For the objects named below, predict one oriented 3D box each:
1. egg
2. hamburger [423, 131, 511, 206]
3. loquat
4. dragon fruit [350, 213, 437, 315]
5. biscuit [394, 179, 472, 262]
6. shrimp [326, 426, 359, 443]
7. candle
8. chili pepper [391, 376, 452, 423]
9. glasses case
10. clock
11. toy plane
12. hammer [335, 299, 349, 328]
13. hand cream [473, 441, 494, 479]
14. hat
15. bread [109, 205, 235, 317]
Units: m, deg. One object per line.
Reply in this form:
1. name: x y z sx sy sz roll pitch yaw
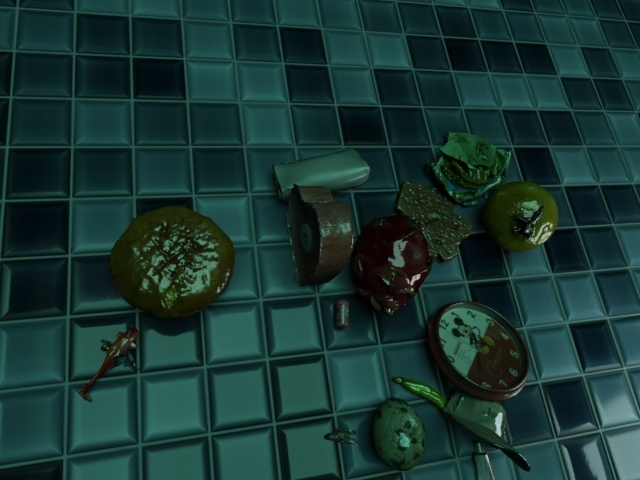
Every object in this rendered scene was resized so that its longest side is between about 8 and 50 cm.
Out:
1. egg: 0.206 0.506 1.295 0.141 0.141 0.182 0 60 -15
2. hamburger: 0.515 -0.262 1.673 0.260 0.150 0.276 35 65 2
3. loquat: 0.640 -0.077 1.588 0.243 0.244 0.244 5 68 -13
4. dragon fruit: 0.203 0.049 1.423 0.250 0.250 0.315 37 72 2
5. biscuit: 0.351 -0.069 1.611 0.277 0.043 0.302 -19 74 -18
6. shrimp: 0.062 0.518 1.315 0.092 0.029 0.038 15 58 -15
7. candle: 0.000 0.000 1.386 0.131 0.317 0.288 -1 111 -18
8. chili pepper: 0.303 0.437 1.403 0.208 0.049 0.043 37 32 5
9. glasses case: -0.006 -0.207 1.551 0.307 0.083 0.129 -15 68 -19
10. clock: 0.459 0.319 1.444 0.318 0.080 0.319 10 48 -11
11. toy plane: -0.530 0.296 1.224 0.194 0.077 0.126 -32 71 -14
12. hammer: 0.064 0.212 1.426 0.043 0.043 0.084 8 68 -12
13. hand cream: 0.459 0.669 1.359 0.052 0.038 0.217 -8 76 8
14. hat: 0.472 0.491 1.326 0.214 0.244 0.149 37 71 -16
15. bread: -0.382 0.066 1.300 0.311 0.172 0.313 3 67 -8
